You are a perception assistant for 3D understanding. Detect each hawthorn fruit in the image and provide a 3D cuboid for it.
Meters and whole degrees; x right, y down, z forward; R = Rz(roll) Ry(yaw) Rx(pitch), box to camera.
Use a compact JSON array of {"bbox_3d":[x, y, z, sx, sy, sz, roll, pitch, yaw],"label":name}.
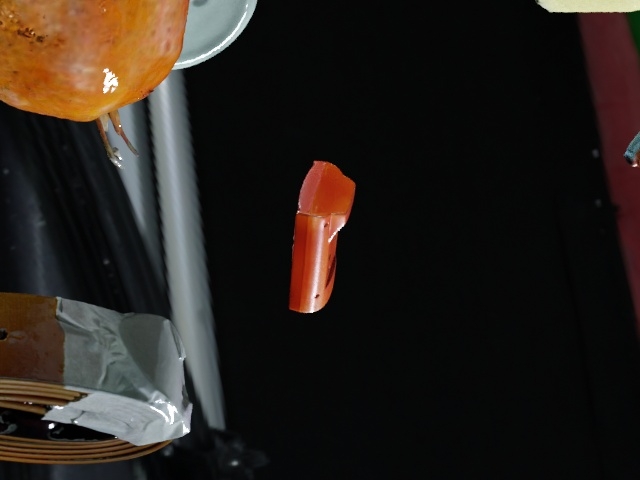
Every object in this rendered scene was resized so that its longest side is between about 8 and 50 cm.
[{"bbox_3d":[-0.191,-0.182,0.876,0.211,0.211,0.299,-42,-46,-46],"label":"hawthorn fruit"}]

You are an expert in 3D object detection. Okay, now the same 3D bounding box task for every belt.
[{"bbox_3d":[-0.313,0.158,1.319,0.339,0.217,0.122,13,-129,-28],"label":"belt"}]

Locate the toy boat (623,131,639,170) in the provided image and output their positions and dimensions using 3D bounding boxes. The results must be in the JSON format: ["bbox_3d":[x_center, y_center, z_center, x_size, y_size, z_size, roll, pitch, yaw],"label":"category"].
[{"bbox_3d":[0.234,-0.080,0.729,0.173,0.069,0.058,89,165,-72],"label":"toy boat"}]

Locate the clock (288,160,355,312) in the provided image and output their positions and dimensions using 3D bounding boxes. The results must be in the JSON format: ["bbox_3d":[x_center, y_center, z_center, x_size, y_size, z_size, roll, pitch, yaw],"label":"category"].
[{"bbox_3d":[0.000,0.000,1.397,0.113,0.061,0.155,-73,-7,-51],"label":"clock"}]

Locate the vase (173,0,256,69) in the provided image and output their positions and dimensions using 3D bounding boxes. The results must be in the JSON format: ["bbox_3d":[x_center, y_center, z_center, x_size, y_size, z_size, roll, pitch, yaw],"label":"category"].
[{"bbox_3d":[-0.201,-0.340,1.264,0.245,0.245,0.291,20,-147,-43],"label":"vase"}]

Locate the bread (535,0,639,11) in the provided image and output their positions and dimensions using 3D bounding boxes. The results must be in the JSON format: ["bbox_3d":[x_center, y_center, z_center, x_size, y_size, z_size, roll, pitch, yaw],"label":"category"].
[{"bbox_3d":[0.340,-0.416,1.357,0.263,0.198,0.236,17,-100,-63],"label":"bread"}]
